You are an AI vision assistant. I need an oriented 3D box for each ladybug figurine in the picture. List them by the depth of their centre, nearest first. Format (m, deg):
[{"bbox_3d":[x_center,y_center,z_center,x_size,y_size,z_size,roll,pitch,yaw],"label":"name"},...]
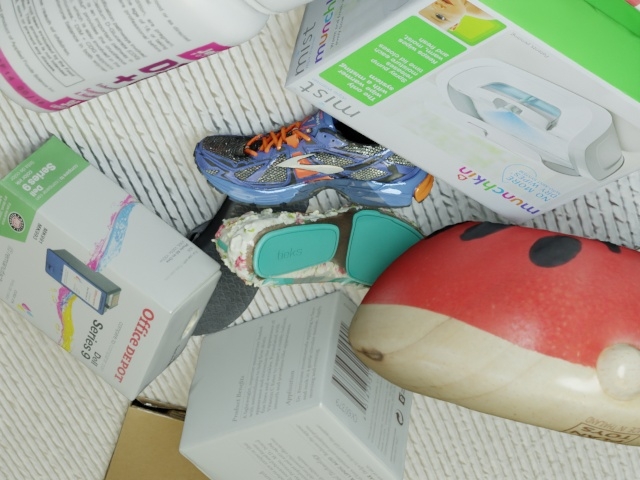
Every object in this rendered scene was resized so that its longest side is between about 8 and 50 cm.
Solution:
[{"bbox_3d":[0.191,0.076,1.693,0.305,0.162,0.449,13,178,-18],"label":"ladybug figurine"}]

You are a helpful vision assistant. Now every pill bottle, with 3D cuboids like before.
[{"bbox_3d":[-0.138,-0.217,1.562,0.283,0.160,0.160,-17,132,28],"label":"pill bottle"}]

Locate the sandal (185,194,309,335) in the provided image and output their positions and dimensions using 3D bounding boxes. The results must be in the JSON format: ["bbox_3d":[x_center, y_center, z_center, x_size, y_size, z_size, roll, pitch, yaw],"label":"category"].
[{"bbox_3d":[-0.091,0.010,1.902,0.097,0.054,0.254,25,128,-26],"label":"sandal"}]

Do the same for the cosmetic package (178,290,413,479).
[{"bbox_3d":[-0.022,0.174,1.988,0.183,0.151,0.151,-19,131,31],"label":"cosmetic package"}]

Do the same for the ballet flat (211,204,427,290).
[{"bbox_3d":[0.000,0.000,1.814,0.241,0.091,0.077,5,-168,-43],"label":"ballet flat"}]

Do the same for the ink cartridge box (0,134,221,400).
[{"bbox_3d":[-0.217,0.028,1.850,0.212,0.093,0.154,36,138,7],"label":"ink cartridge box"}]

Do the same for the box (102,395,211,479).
[{"bbox_3d":[-0.158,0.259,2.211,0.164,0.021,0.201,16,139,-6],"label":"box"}]

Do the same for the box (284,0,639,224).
[{"bbox_3d":[0.146,-0.152,1.570,0.262,0.127,0.231,29,148,-26],"label":"box"}]

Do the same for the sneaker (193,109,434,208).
[{"bbox_3d":[-0.007,-0.086,1.760,0.221,0.083,0.087,0,125,4],"label":"sneaker"}]

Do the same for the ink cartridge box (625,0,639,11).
[{"bbox_3d":[0.364,-0.228,1.482,0.273,0.114,0.197,32,134,-21],"label":"ink cartridge box"}]

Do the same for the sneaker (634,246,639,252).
[{"bbox_3d":[0.349,0.036,1.789,0.123,0.106,0.290,23,139,-18],"label":"sneaker"}]
